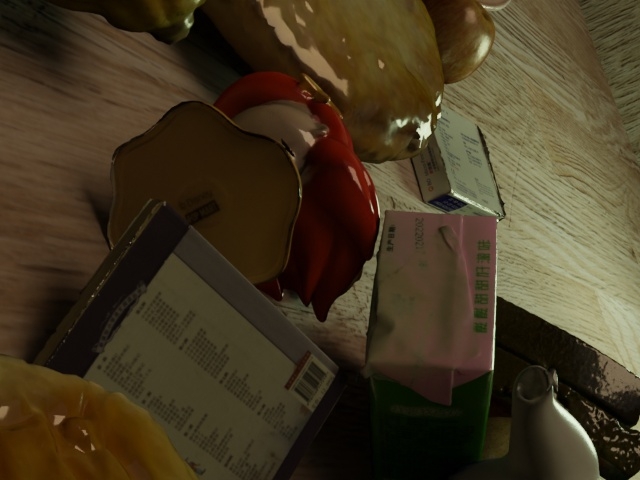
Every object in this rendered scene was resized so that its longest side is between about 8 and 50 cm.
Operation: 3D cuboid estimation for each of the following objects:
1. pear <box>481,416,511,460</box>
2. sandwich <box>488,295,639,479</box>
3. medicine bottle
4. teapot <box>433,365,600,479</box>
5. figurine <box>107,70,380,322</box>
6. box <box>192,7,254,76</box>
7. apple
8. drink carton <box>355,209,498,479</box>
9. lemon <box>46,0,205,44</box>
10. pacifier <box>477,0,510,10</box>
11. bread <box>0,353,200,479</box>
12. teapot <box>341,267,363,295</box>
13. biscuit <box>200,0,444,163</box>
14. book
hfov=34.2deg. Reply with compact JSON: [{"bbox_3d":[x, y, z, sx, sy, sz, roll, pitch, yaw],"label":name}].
[{"bbox_3d":[0.198,0.266,1.079,0.136,0.167,0.167,70,6,-70],"label":"pear"},{"bbox_3d":[0.238,0.164,1.175,0.109,0.292,0.212,-58,151,-14],"label":"sandwich"},{"bbox_3d":[0.194,-0.118,1.518,0.201,0.052,0.171,15,56,-57],"label":"medicine bottle"},{"bbox_3d":[0.144,0.304,0.832,0.280,0.252,0.424,11,94,-51],"label":"teapot"},{"bbox_3d":[-0.047,-0.039,0.887,0.208,0.181,0.257,27,22,12],"label":"figurine"},{"bbox_3d":[-0.102,-0.250,1.097,0.193,0.030,0.121,38,37,-43],"label":"box"},{"bbox_3d":[0.199,-0.321,1.608,0.146,0.131,0.146,40,33,-33],"label":"apple"},{"bbox_3d":[0.098,0.116,0.939,0.271,0.108,0.161,83,13,-53],"label":"drink carton"},{"bbox_3d":[-0.179,-0.320,0.749,0.285,0.285,0.316,-63,167,-58],"label":"lemon"},{"bbox_3d":[0.252,-0.553,1.816,0.220,0.273,0.332,50,26,-64],"label":"pacifier"},{"bbox_3d":[-0.206,0.169,0.419,0.388,0.183,0.236,13,41,-51],"label":"bread"},{"bbox_3d":[0.000,0.000,1.041,0.129,0.078,0.098,-96,-169,-51],"label":"teapot"},{"bbox_3d":[-0.007,-0.289,1.154,0.446,0.104,0.429,51,31,-22],"label":"biscuit"},{"bbox_3d":[-0.087,0.101,0.744,0.231,0.026,0.157,47,65,-34],"label":"book"}]
